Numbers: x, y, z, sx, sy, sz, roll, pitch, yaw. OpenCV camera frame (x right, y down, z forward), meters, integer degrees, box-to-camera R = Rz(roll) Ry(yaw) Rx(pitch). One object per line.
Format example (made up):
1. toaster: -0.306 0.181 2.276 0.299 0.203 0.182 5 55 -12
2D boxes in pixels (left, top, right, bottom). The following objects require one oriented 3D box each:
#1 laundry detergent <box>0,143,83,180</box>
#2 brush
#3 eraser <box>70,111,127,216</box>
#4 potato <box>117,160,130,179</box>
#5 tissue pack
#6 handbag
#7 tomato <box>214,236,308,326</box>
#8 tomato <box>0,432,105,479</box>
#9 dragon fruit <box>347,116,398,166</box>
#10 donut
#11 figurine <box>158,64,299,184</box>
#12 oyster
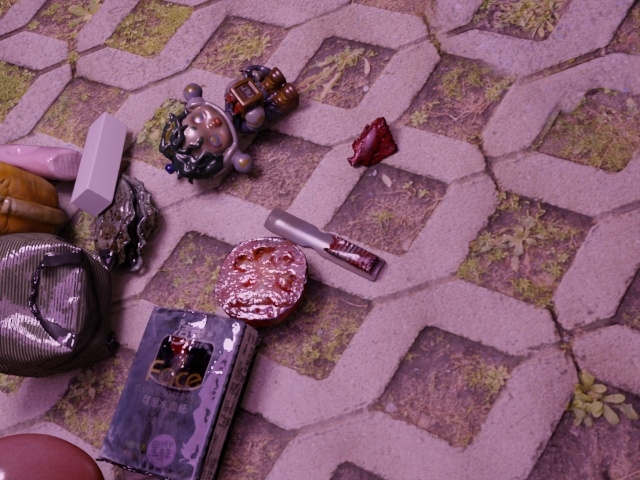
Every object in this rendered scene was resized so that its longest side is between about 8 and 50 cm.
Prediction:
1. laundry detergent: -0.805 -0.219 2.029 0.335 0.159 0.088 8 95 26
2. brush: 0.000 0.000 1.722 0.321 0.050 0.060 26 77 28
3. eraser: -0.573 -0.202 1.934 0.078 0.076 0.298 -33 40 29
4. potato: -0.555 -0.184 1.994 0.036 0.037 0.093 21 72 30
5. tissue pack: -0.298 0.333 1.602 0.259 0.122 0.361 8 69 24
6. handbag: -0.615 0.145 1.714 0.240 0.247 0.341 -4 80 16
7. tomato: -0.124 0.098 1.687 0.225 0.085 0.225 -8 58 14
8. tomato: -0.598 0.541 1.478 0.321 0.321 0.322 -7 62 14
9. dragon fruit: 0.115 -0.241 1.797 0.131 0.063 0.097 -28 59 2
10. donut: -0.860 -0.112 1.849 0.448 0.449 0.198 15 87 23
11. figurine: -0.233 -0.292 1.869 0.382 0.186 0.261 -36 70 -9
12. oyster: -0.484 -0.053 1.875 0.198 0.112 0.268 -3 70 39
